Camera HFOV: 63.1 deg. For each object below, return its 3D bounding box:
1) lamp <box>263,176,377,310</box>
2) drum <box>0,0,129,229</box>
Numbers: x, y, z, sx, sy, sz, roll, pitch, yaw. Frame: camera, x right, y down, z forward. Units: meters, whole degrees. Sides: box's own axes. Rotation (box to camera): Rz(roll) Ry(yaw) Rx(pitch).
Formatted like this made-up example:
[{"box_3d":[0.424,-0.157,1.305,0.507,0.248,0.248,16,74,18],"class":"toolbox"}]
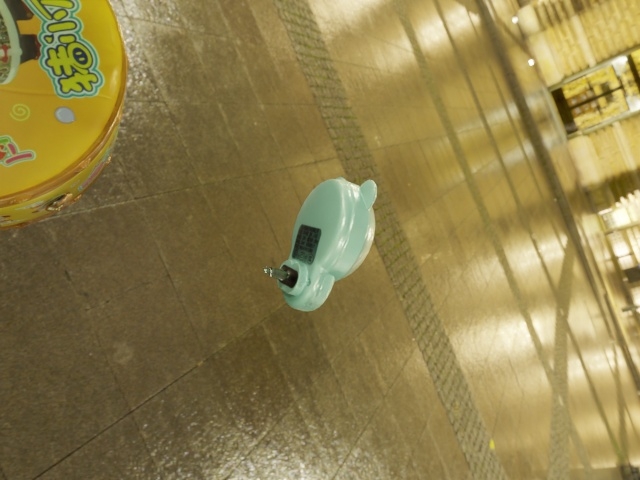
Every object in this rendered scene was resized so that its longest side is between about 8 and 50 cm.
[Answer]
[{"box_3d":[0.010,0.005,1.044,0.147,0.209,0.284,41,80,-24],"class":"lamp"},{"box_3d":[-0.487,-0.225,0.722,0.430,0.214,0.432,4,80,-24],"class":"drum"}]
